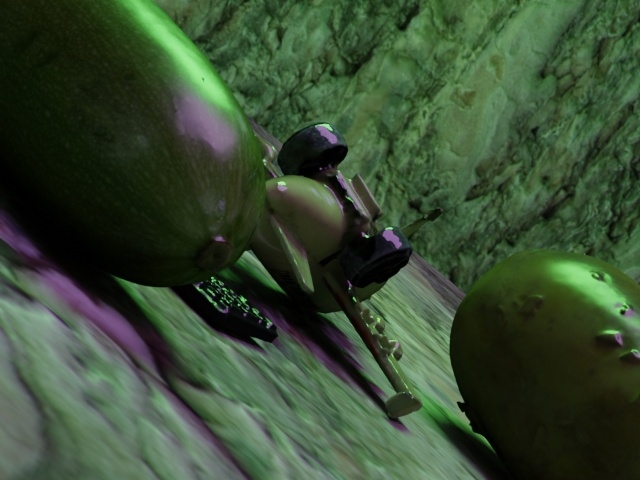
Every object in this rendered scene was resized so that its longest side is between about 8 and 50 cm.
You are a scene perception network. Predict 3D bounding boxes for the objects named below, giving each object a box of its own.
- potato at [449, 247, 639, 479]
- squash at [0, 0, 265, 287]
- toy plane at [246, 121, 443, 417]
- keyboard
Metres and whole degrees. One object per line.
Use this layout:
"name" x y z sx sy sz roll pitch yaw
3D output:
"potato" 0.188 0.120 1.002 0.296 0.141 0.192 41 -12 37
"squash" -0.142 -0.102 0.719 0.378 0.101 0.101 41 4 39
"toy plane" 0.000 0.000 0.963 0.242 0.104 0.256 56 15 18
"keyboard" -0.100 -0.022 0.793 0.204 0.013 0.061 41 5 24
